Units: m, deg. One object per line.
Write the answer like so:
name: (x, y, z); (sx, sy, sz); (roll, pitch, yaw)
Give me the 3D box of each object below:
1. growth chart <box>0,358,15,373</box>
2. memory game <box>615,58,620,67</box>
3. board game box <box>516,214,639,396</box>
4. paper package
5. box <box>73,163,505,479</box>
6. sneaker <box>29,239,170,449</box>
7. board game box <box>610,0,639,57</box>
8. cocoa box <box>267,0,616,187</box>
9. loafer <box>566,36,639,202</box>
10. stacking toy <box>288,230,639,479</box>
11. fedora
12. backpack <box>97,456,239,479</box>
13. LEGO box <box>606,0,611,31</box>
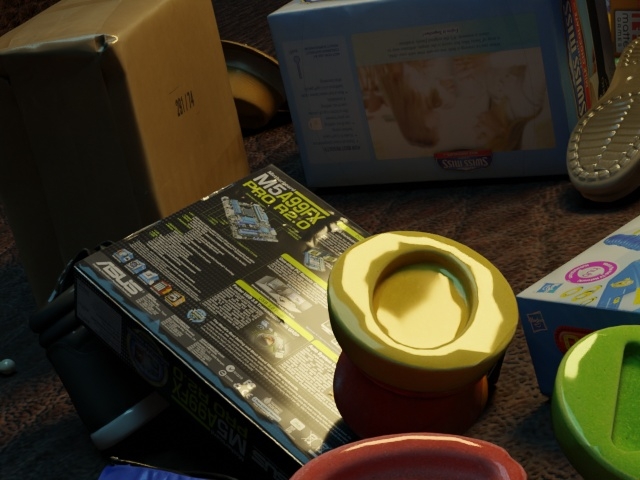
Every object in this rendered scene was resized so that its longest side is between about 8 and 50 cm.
growth chart: (-0.427, 0.169, 1.145); (0.172, 0.021, 0.237); (-1, 24, 32)
memory game: (0.461, -0.263, 1.700); (0.186, 0.012, 0.186); (-12, 20, 5)
board game box: (0.355, 0.025, 0.861); (0.308, 0.086, 0.302); (-29, 19, -31)
paper package: (-0.207, -0.102, 1.293); (0.168, 0.309, 0.325); (-6, 23, 12)
box: (-0.025, 0.066, 0.941); (0.270, 0.060, 0.216); (36, 47, 28)
sneaker: (-0.134, 0.045, 1.074); (0.104, 0.147, 0.296); (-30, 7, 41)
board game box: (0.594, -0.412, 1.446); (0.356, 0.356, 0.356); (-16, 18, -34)
cocoa box: (0.152, -0.211, 1.451); (0.347, 0.231, 0.228); (-2, 23, 28)
loafer: (0.349, -0.123, 1.314); (0.102, 0.092, 0.268); (2, 42, 39)
stacking toy: (0.109, 0.161, 0.719); (0.279, 0.130, 0.309); (16, 43, 5)
fedora: (-0.116, -0.223, 1.817); (0.194, 0.194, 0.079); (8, 64, 45)
backpack: (-0.080, 0.200, 0.750); (0.120, 0.098, 0.101); (-3, 53, 27)
LEGO box: (0.408, -0.526, 1.903); (0.500, 0.372, 0.193); (-30, 27, -35)
